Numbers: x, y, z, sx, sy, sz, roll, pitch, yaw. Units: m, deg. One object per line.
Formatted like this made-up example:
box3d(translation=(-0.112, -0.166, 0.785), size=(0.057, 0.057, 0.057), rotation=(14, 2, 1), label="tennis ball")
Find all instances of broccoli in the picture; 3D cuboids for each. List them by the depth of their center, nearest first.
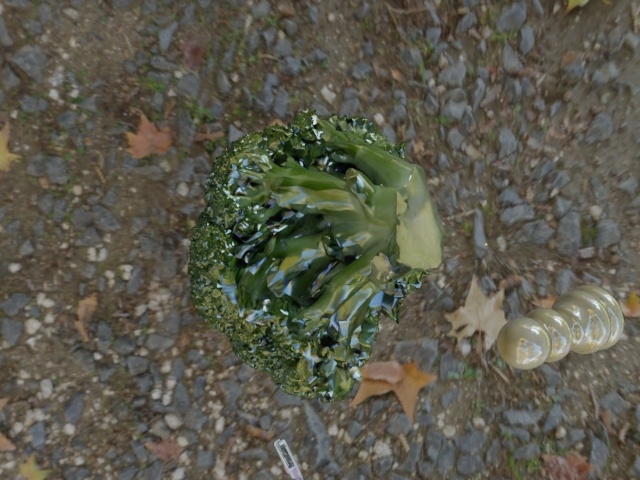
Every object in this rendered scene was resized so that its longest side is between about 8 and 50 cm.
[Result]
box3d(translation=(0.000, 0.000, 0.409), size=(0.138, 0.162, 0.146), rotation=(-12, 131, 40), label="broccoli")

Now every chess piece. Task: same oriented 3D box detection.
box3d(translation=(0.307, 0.118, 0.969), size=(0.170, 0.094, 0.094), rotation=(-11, 86, -30), label="chess piece")

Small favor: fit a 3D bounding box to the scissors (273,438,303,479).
box3d(translation=(-0.044, 0.346, 1.120), size=(0.022, 0.176, 0.085), rotation=(-30, 48, -14), label="scissors")
